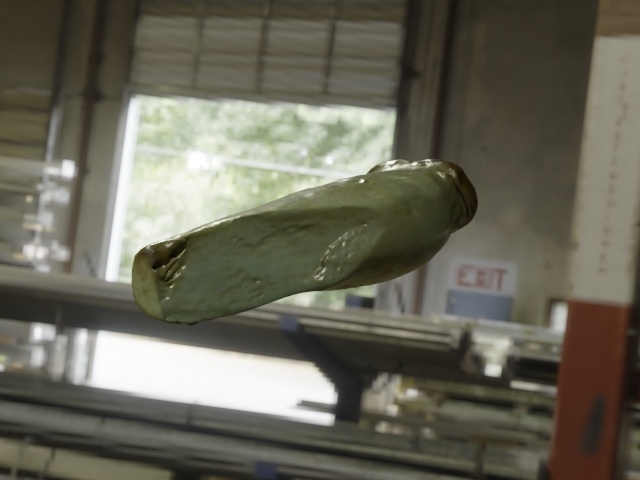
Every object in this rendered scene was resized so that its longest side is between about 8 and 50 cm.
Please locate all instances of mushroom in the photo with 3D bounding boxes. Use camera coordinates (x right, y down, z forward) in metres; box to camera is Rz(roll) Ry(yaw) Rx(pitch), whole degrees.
[{"bbox_3d":[0.003,0.000,1.056,0.107,0.087,0.333,-6,7,37],"label":"mushroom"}]
